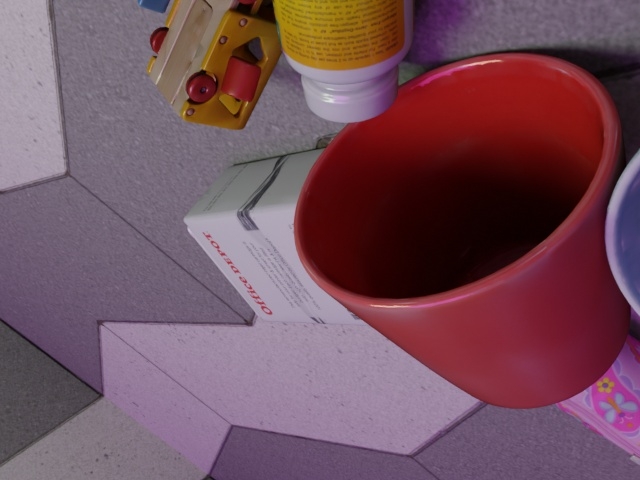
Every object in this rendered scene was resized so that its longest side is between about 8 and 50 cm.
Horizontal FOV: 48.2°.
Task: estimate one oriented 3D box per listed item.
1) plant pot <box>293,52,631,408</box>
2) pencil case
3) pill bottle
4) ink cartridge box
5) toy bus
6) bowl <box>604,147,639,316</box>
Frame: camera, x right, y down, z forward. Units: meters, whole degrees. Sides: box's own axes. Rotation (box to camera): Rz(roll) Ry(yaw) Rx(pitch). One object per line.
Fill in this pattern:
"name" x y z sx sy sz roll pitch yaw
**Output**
"plant pot" 0.152 0.011 0.646 0.275 0.275 0.243 2 145 38
"pencil case" 0.324 0.164 0.801 0.284 0.124 0.124 36 147 -2
"pill bottle" 0.018 -0.204 0.585 0.118 0.117 0.208 18 145 22
"ink cartridge box" 0.000 0.000 0.864 0.273 0.114 0.198 -3 132 42
"toy bus" -0.078 -0.205 0.674 0.104 0.190 0.202 3 174 -45
"bowl" 0.363 -0.040 0.460 0.312 0.163 0.311 21 145 15
